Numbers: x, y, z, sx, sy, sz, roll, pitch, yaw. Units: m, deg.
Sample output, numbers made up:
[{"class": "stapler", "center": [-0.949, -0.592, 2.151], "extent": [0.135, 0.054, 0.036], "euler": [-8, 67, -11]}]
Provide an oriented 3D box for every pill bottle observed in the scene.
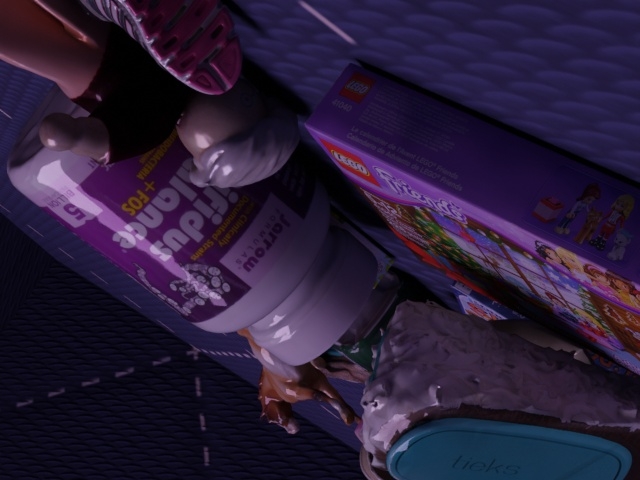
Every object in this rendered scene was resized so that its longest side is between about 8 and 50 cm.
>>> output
[{"class": "pill bottle", "center": [-0.100, -0.028, 1.456], "extent": [0.301, 0.169, 0.169], "euler": [39, 170, -21]}]

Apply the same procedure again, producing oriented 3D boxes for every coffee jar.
[{"class": "coffee jar", "center": [0.099, 0.114, 1.678], "extent": [0.184, 0.096, 0.079], "euler": [40, 173, -30]}]

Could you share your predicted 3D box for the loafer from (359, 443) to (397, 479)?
[{"class": "loafer", "center": [0.166, 0.215, 1.747], "extent": [0.269, 0.102, 0.092], "euler": [1, 158, 16]}]

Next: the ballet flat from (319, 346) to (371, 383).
[{"class": "ballet flat", "center": [0.033, 0.121, 1.934], "extent": [0.106, 0.107, 0.316], "euler": [31, 174, -20]}]

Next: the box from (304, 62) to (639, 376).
[{"class": "box", "center": [0.147, 0.005, 1.098], "extent": [0.293, 0.057, 0.201], "euler": [28, 168, 37]}]

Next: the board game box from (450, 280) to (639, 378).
[{"class": "board game box", "center": [0.205, 0.093, 1.391], "extent": [0.201, 0.035, 0.136], "euler": [32, 170, 21]}]

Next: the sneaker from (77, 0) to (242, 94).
[{"class": "sneaker", "center": [-0.123, -0.167, 1.194], "extent": [0.170, 0.063, 0.075], "euler": [42, 169, -11]}]

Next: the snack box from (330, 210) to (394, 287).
[{"class": "snack box", "center": [0.000, 0.000, 1.640], "extent": [0.100, 0.037, 0.141], "euler": [40, 170, -17]}]

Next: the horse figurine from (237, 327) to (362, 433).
[{"class": "horse figurine", "center": [-0.032, 0.119, 1.822], "extent": [0.174, 0.066, 0.263], "euler": [25, 149, 44]}]

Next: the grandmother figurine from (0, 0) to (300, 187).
[{"class": "grandmother figurine", "center": [-0.165, -0.136, 1.263], "extent": [0.342, 0.207, 0.104], "euler": [28, 139, -23]}]

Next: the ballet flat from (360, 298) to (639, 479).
[{"class": "ballet flat", "center": [0.213, 0.129, 1.212], "extent": [0.409, 0.147, 0.147], "euler": [19, 178, -24]}]

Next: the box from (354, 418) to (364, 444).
[{"class": "box", "center": [0.164, 0.186, 1.473], "extent": [0.154, 0.142, 0.300], "euler": [31, -178, -22]}]
